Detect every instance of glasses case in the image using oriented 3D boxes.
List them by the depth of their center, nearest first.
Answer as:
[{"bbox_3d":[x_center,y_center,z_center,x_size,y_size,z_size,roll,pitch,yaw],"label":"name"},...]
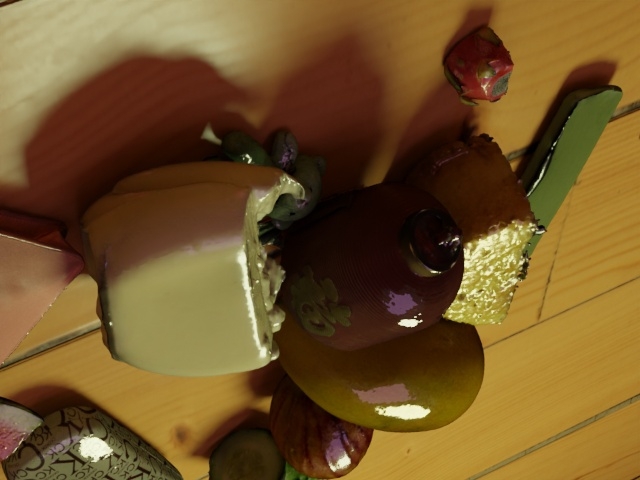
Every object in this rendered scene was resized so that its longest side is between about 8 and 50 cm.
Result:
[{"bbox_3d":[-0.283,0.308,1.552,0.137,0.085,0.354,-32,148,0],"label":"glasses case"}]

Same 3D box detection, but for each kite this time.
[{"bbox_3d":[0.000,0.000,1.453,0.183,0.014,0.241,-42,148,15],"label":"kite"}]

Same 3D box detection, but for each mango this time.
[{"bbox_3d":[0.074,0.144,1.536,0.317,0.211,0.173,12,128,-35],"label":"mango"}]

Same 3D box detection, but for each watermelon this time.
[{"bbox_3d":[-0.391,0.202,1.290,0.145,0.137,0.193,-48,165,-4],"label":"watermelon"}]

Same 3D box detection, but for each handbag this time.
[{"bbox_3d":[-0.349,0.058,1.184,0.212,0.059,0.157,-47,146,19],"label":"handbag"}]

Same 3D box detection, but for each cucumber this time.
[{"bbox_3d":[-0.054,0.350,1.785,0.134,0.134,0.244,-42,154,13],"label":"cucumber"}]

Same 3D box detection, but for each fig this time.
[{"bbox_3d":[0.004,0.221,1.639,0.149,0.148,0.202,-53,151,-65],"label":"fig"}]

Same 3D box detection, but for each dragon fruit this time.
[{"bbox_3d":[0.171,-0.183,1.314,0.060,0.056,0.083,-19,147,-22],"label":"dragon fruit"}]

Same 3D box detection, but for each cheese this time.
[{"bbox_3d":[-0.125,0.033,1.231,0.233,0.127,0.266,-7,141,-5],"label":"cheese"}]

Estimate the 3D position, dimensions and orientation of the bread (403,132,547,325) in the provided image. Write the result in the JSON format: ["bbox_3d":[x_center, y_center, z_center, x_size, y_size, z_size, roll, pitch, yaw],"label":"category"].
[{"bbox_3d":[0.159,0.000,1.462,0.147,0.160,0.260,-16,151,-15],"label":"bread"}]

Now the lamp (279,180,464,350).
[{"bbox_3d":[0.054,0.025,1.334,0.180,0.180,0.258,-8,168,-34],"label":"lamp"}]

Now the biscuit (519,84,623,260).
[{"bbox_3d":[0.297,-0.081,1.579,0.099,0.038,0.322,-15,143,-32],"label":"biscuit"}]

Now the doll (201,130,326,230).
[{"bbox_3d":[-0.058,-0.062,1.271,0.150,0.077,0.115,22,109,-40],"label":"doll"}]
